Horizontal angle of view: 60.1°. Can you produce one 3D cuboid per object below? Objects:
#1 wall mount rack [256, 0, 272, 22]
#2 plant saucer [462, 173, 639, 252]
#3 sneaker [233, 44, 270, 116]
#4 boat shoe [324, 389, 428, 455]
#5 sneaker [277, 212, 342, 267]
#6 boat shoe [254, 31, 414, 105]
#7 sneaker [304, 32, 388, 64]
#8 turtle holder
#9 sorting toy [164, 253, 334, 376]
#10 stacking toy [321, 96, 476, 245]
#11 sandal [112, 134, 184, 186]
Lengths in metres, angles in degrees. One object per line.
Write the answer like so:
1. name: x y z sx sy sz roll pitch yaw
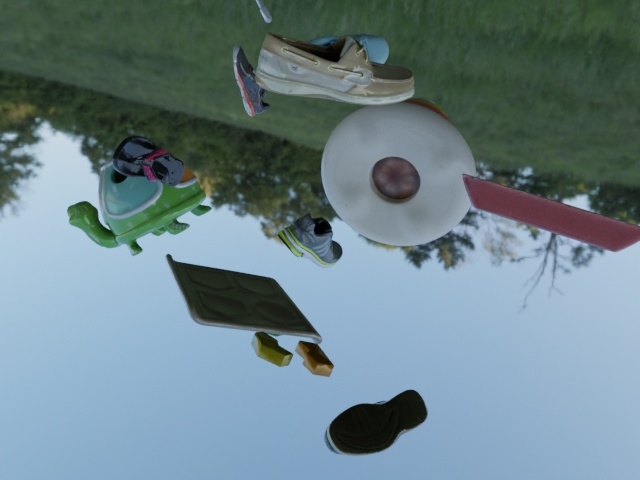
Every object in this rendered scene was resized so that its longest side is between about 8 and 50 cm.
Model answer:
1. wall mount rack: -0.243 -0.605 1.176 0.304 0.130 0.350 23 -170 4
2. plant saucer: 0.355 -0.044 0.874 0.258 0.048 0.259 20 -170 18
3. sneaker: -0.150 -0.356 1.221 0.064 0.158 0.061 -12 -144 3
4. boat shoe: 0.087 0.306 0.908 0.223 0.073 0.080 -6 -120 -43
5. sneaker: 0.000 0.000 1.677 0.111 0.121 0.300 57 -162 25
6. boat shoe: 0.021 -0.175 0.555 0.170 0.059 0.063 -1 -144 -18
7. sneaker: 0.061 -0.478 1.464 0.366 0.135 0.150 -25 -164 -28
8. turtle holder: -0.463 -0.107 1.425 0.320 0.227 0.243 -17 -163 36
9. sorting toy: -0.112 0.117 0.857 0.229 0.041 0.307 17 -167 -30
10. stacking toy: 0.231 -0.240 1.392 0.350 0.351 0.480 6 -147 19
11. sandal: -0.270 -0.125 0.912 0.040 0.067 0.179 23 -177 20
